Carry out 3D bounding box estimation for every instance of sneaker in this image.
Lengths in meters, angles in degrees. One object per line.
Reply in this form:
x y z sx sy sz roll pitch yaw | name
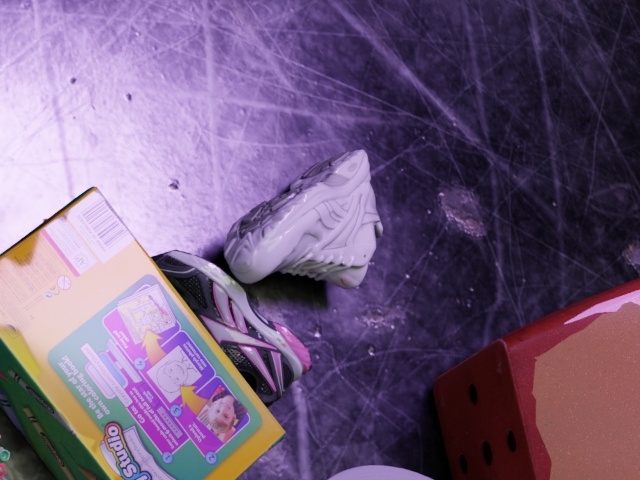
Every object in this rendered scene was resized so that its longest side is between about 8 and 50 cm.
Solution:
-0.092 0.082 1.665 0.178 0.072 0.077 39 67 -7 | sneaker
0.000 0.000 1.721 0.232 0.090 0.115 -37 103 -52 | sneaker

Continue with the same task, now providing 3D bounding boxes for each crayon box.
-0.179 0.114 1.587 0.165 0.081 0.278 -40 95 -36 | crayon box

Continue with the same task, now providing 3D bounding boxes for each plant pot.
0.257 0.181 1.742 0.236 0.267 0.267 -5 75 -21 | plant pot

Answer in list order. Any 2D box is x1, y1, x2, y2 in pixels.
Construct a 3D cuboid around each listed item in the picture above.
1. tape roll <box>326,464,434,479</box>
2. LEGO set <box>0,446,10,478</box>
0.067 0.305 1.627 0.219 0.072 0.219 20 40 -18 | tape roll
-0.267 0.242 1.466 0.132 0.107 0.287 17 64 -26 | LEGO set
